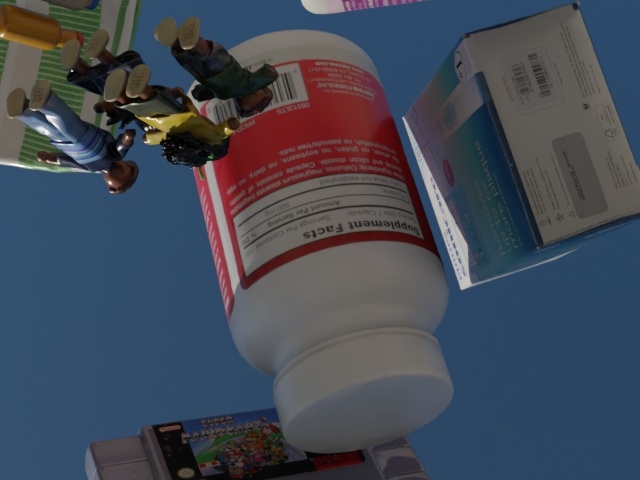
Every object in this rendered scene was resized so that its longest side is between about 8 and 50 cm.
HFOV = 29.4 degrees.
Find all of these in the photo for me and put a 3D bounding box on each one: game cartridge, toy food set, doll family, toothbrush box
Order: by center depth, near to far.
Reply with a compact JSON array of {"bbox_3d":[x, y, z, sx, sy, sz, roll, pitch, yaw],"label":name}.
[{"bbox_3d":[-0.117,-0.083,0.817,0.193,0.111,0.076,1,-112,34],"label":"doll family"},{"bbox_3d":[0.200,-0.084,1.259,0.126,0.295,0.216,-17,-96,-9],"label":"toothbrush box"},{"bbox_3d":[-0.048,0.274,1.272,0.355,0.068,0.230,-5,-134,-25],"label":"game cartridge"},{"bbox_3d":[-0.311,-0.342,1.417,0.104,0.111,0.232,12,-115,-43],"label":"toy food set"}]

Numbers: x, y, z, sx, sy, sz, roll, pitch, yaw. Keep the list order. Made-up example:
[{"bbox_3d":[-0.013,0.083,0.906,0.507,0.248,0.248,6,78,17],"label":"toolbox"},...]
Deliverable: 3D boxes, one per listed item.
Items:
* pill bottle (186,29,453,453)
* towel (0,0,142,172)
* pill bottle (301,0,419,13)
[{"bbox_3d":[0.000,0.000,1.278,0.229,0.229,0.408,-12,-120,-7],"label":"pill bottle"},{"bbox_3d":[-0.401,-0.220,1.567,0.325,0.038,0.248,10,-92,14],"label":"towel"},{"bbox_3d":[0.123,-0.301,1.076,0.301,0.169,0.169,-7,-123,6],"label":"pill bottle"}]
